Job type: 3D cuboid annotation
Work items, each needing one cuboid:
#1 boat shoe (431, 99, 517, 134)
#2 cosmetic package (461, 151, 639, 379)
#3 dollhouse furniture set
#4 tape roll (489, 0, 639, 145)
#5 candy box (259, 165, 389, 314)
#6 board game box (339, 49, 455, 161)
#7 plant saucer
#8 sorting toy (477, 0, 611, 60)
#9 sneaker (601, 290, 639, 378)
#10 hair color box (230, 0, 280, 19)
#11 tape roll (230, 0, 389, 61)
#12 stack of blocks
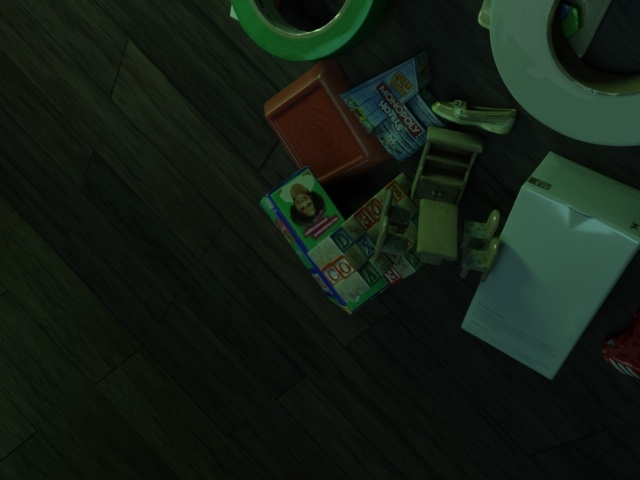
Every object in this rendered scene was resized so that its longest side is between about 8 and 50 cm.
[{"bbox_3d":[0.284,-0.239,1.170,0.152,0.056,0.048,19,118,11],"label":"boat shoe"},{"bbox_3d":[0.437,0.055,1.196,0.217,0.156,0.385,31,134,19],"label":"cosmetic package"},{"bbox_3d":[0.229,-0.073,1.187,0.212,0.242,0.161,12,136,1],"label":"dollhouse furniture set"},{"bbox_3d":[0.447,-0.323,0.926,0.391,0.072,0.392,20,136,20],"label":"tape roll"},{"bbox_3d":[0.000,0.000,1.461,0.317,0.122,0.268,53,173,-5],"label":"candy box"},{"bbox_3d":[0.165,-0.273,1.252,0.194,0.060,0.194,51,139,-3],"label":"board game box"},{"bbox_3d":[0.000,-0.243,1.426,0.259,0.047,0.259,-22,104,48],"label":"plant saucer"},{"bbox_3d":[0.364,-0.405,1.001,0.193,0.038,0.208,32,136,18],"label":"sorting toy"},{"bbox_3d":[0.595,0.184,1.207,0.128,0.087,0.221,-1,118,39],"label":"sneaker"},{"bbox_3d":[-0.128,-0.531,1.315,0.093,0.053,0.167,34,134,15],"label":"hair color box"},{"bbox_3d":[-0.024,-0.498,1.167,0.321,0.077,0.322,10,111,26],"label":"tape roll"},{"bbox_3d":[0.130,0.003,1.308,0.171,0.297,0.087,51,138,-1],"label":"stack of blocks"}]
